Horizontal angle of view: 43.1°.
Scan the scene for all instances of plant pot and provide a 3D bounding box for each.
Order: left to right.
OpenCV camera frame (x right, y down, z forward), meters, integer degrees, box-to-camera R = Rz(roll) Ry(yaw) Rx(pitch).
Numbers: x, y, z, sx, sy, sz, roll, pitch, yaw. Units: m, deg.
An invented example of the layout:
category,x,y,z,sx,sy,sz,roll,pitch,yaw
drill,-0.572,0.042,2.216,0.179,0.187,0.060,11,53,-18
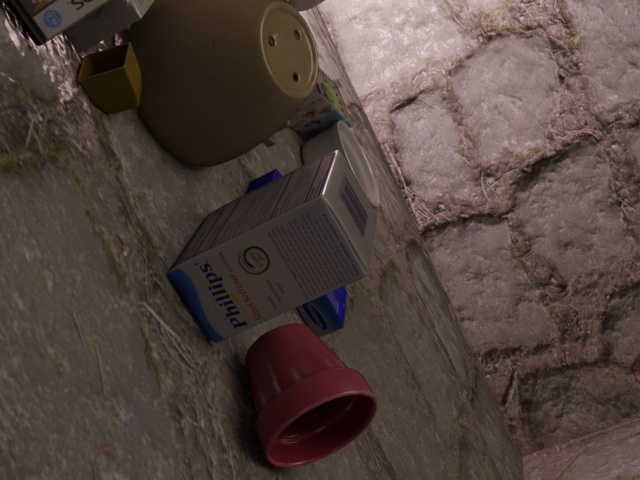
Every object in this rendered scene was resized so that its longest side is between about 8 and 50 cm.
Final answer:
category,x,y,z,sx,sy,sz,roll,pitch,yaw
plant pot,-0.325,-0.250,1.284,0.081,0.081,0.083,-96,169,-48
plant pot,-0.034,0.246,1.349,0.180,0.201,0.201,57,7,36

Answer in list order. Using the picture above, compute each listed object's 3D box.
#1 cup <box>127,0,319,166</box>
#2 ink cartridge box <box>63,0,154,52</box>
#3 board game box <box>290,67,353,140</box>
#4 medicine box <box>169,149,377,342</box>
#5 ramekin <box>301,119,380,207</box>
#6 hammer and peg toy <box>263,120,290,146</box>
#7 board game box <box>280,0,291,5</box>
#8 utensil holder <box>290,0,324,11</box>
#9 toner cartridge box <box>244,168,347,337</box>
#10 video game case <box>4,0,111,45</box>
category,x,y,z,sx,sy,sz,roll,pitch,yaw
cup,-0.145,-0.316,1.460,0.331,0.237,0.331,15,71,-52
ink cartridge box,-0.355,-0.409,1.310,0.127,0.128,0.176,58,17,-27
board game box,-0.031,-0.407,2.365,0.275,0.144,0.142,29,39,-66
medicine box,-0.070,0.003,1.359,0.149,0.289,0.263,60,17,-16
ramekin,0.057,-0.198,2.372,0.277,0.135,0.277,57,19,-31
hammer and peg toy,-0.204,-0.384,1.762,0.361,0.127,0.266,38,35,-60
board game box,-0.181,-0.576,1.667,0.232,0.141,0.291,26,53,-30
utensil holder,-0.120,-0.951,2.529,0.385,0.328,0.327,41,29,-59
toner cartridge box,-0.053,0.029,1.784,0.348,0.075,0.165,61,17,-19
video game case,-0.378,-0.459,1.143,0.035,0.248,0.275,19,-35,58
